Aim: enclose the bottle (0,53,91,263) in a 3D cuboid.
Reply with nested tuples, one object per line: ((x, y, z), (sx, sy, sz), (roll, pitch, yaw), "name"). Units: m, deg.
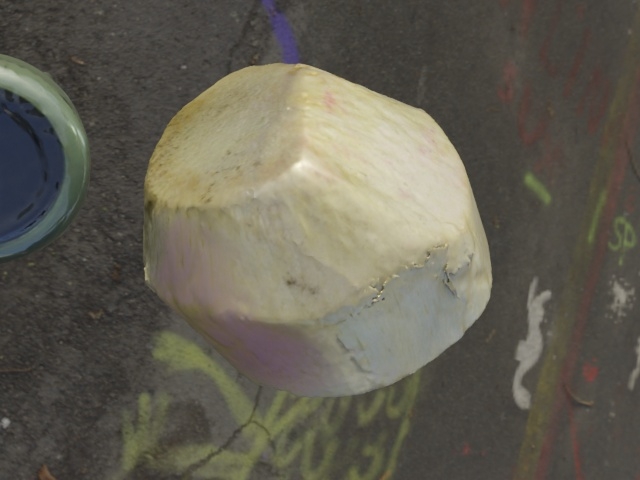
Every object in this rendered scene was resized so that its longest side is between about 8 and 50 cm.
((-0.315, -0.097, 0.673), (0.169, 0.347, 0.168), (-6, 107, -20), "bottle")

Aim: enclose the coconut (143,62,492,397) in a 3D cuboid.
((0.000, 0.000, 0.534), (0.259, 0.259, 0.259), (-6, 99, -44), "coconut")
